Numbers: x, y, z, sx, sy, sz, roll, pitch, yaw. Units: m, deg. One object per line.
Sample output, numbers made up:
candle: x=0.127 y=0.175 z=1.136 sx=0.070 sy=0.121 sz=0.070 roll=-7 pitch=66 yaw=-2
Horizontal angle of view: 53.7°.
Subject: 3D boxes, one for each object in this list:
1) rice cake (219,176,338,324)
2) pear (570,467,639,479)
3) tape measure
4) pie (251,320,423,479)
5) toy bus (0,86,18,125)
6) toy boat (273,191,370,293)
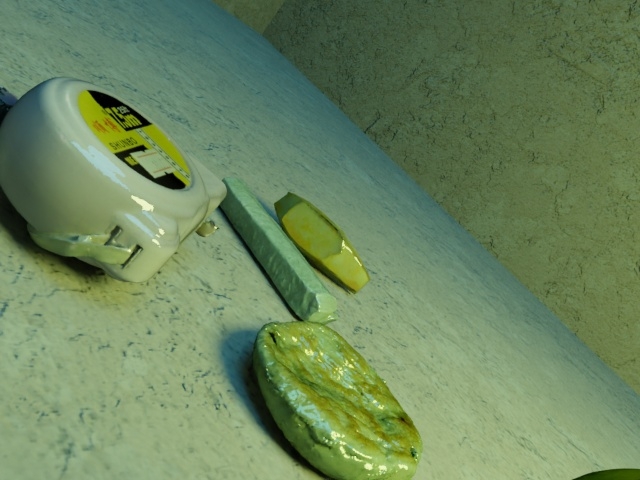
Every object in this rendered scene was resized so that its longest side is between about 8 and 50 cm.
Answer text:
rice cake: x=-0.058 y=0.007 z=0.753 sx=0.045 sy=0.042 sz=0.245 roll=15 pitch=29 yaw=-50
pear: x=0.147 y=0.249 z=0.167 sx=0.287 sy=0.287 sz=0.375 roll=35 pitch=33 yaw=-13
tape measure: x=-0.182 y=-0.050 z=0.539 sx=0.178 sy=0.105 sz=0.196 roll=46 pitch=17 yaw=-3
pie: x=0.015 y=0.139 z=0.556 sx=0.186 sy=0.041 sz=0.187 roll=36 pitch=16 yaw=-12
toy bus: x=-0.319 y=-0.120 z=0.532 sx=0.052 sy=0.037 sz=0.130 roll=40 pitch=16 yaw=22
toy boat: x=0.000 y=0.000 z=0.872 sx=0.172 sy=0.065 sz=0.066 roll=47 pitch=-2 yaw=16
